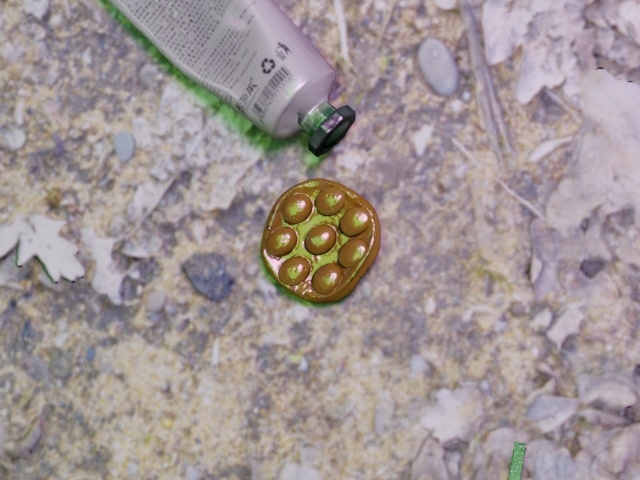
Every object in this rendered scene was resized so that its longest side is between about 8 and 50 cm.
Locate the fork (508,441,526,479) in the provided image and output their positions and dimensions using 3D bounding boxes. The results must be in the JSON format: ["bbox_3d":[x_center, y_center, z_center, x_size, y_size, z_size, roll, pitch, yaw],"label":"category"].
[{"bbox_3d":[0.150,0.286,1.372,0.039,0.021,0.235,11,84,7],"label":"fork"}]

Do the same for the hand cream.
[{"bbox_3d":[-0.103,-0.203,1.447,0.336,0.076,0.121,44,114,13],"label":"hand cream"}]

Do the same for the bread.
[{"bbox_3d":[0.000,0.000,1.429,0.110,0.024,0.110,-2,82,11],"label":"bread"}]
